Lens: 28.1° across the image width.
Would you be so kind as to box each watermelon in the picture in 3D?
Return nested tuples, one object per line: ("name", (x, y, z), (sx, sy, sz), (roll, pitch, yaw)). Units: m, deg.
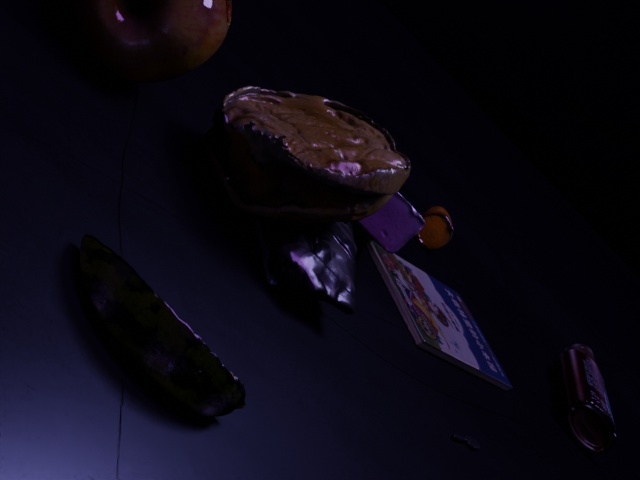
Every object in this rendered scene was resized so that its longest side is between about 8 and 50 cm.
("watermelon", (-0.165, 0.091, 1.297), (0.245, 0.063, 0.119), (45, -1, -4))

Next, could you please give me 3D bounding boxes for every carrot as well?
("carrot", (0.224, -0.037, 2.513), (0.072, 0.072, 0.205), (50, 11, -6))

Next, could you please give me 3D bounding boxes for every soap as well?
("soap", (0.065, -0.077, 2.038), (0.181, 0.081, 0.259), (48, 1, -9))

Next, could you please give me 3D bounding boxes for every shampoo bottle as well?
("shampoo bottle", (0.523, 0.301, 2.551), (0.129, 0.084, 0.323), (50, 16, -12))

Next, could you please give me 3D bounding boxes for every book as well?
("book", (0.206, 0.130, 2.201), (0.322, 0.018, 0.228), (28, 29, -51))

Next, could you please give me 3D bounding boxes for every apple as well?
("apple", (-0.224, -0.312, 1.692), (0.211, 0.211, 0.188), (49, 16, -8))

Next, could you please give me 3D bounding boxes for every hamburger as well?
("hamburger", (-0.027, -0.110, 1.768), (0.265, 0.134, 0.285), (10, 27, -24))

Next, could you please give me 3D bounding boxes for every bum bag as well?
("bum bag", (0.000, 0.000, 1.822), (0.144, 0.095, 0.340), (41, 17, -15))

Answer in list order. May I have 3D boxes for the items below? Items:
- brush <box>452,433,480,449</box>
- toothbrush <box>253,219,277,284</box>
("brush", (0.216, 0.298, 1.907), (0.083, 0.008, 0.024), (26, 32, -53))
("toothbrush", (-0.076, 0.015, 1.732), (0.013, 0.011, 0.131), (24, 30, -32))
